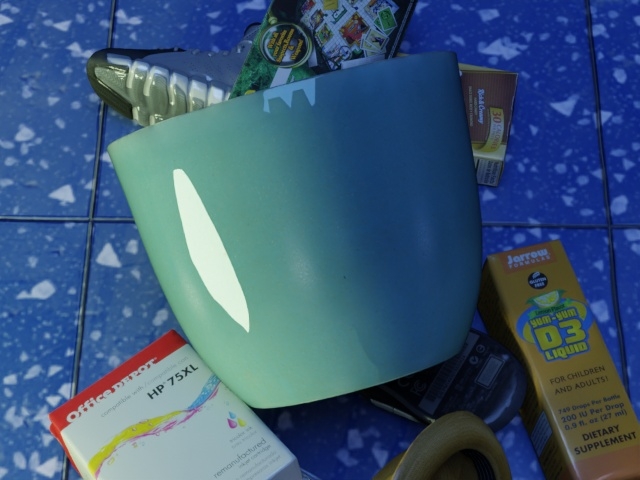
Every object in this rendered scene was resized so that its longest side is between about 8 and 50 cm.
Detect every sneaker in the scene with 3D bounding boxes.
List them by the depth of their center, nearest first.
[{"bbox_3d":[-0.109,-0.170,1.381,0.228,0.086,0.132,18,58,-2],"label":"sneaker"}]

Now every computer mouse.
[{"bbox_3d":[0.081,0.073,1.258,0.262,0.060,0.184,19,67,23],"label":"computer mouse"}]

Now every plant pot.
[{"bbox_3d":[0.000,0.000,1.122,0.293,0.293,0.235,-16,92,-9],"label":"plant pot"}]

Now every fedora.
[{"bbox_3d":[0.082,0.232,1.134,0.079,0.194,0.194,5,55,43],"label":"fedora"}]

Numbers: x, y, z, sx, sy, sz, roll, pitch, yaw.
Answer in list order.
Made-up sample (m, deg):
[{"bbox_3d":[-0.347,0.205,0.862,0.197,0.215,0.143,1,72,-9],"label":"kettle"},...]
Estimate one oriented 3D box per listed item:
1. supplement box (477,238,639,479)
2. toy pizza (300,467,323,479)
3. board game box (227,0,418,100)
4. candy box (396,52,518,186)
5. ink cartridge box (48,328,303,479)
[{"bbox_3d":[0.211,0.118,1.220,0.078,0.080,0.233,-14,60,-10],"label":"supplement box"},{"bbox_3d":[-0.058,0.280,1.156,0.201,0.032,0.201,0,63,0],"label":"toy pizza"},{"bbox_3d":[-0.002,-0.167,1.331,0.136,0.030,0.260,23,63,-2],"label":"board game box"},{"bbox_3d":[0.095,-0.126,1.367,0.186,0.053,0.109,11,61,4],"label":"candy box"},{"bbox_3d":[-0.131,0.170,1.158,0.134,0.078,0.231,-35,50,-18],"label":"ink cartridge box"}]
